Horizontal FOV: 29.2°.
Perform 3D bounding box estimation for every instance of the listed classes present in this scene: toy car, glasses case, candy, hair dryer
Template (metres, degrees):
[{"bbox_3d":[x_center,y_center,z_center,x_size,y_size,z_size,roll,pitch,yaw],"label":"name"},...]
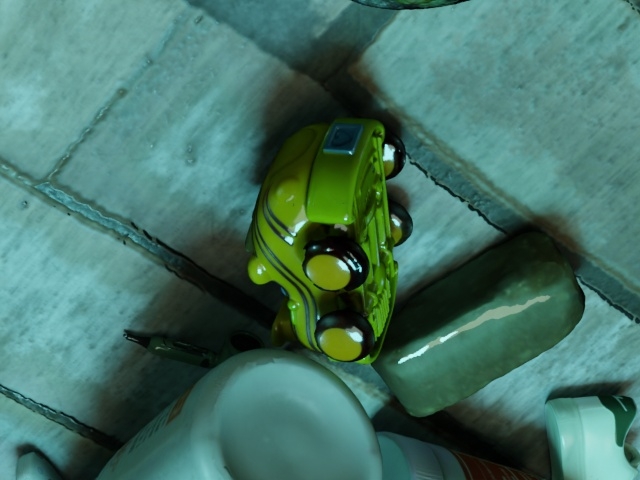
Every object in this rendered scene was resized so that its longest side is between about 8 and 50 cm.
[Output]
[{"bbox_3d":[0.000,0.000,1.178,0.142,0.200,0.248,3,126,16],"label":"toy car"},{"bbox_3d":[-0.300,0.308,1.392,0.041,0.063,0.164,-20,124,3],"label":"glasses case"},{"bbox_3d":[0.166,0.089,1.305,0.234,0.102,0.104,-29,123,11],"label":"candy"},{"bbox_3d":[-0.140,0.124,1.313,0.150,0.047,0.071,15,121,-12],"label":"hair dryer"}]

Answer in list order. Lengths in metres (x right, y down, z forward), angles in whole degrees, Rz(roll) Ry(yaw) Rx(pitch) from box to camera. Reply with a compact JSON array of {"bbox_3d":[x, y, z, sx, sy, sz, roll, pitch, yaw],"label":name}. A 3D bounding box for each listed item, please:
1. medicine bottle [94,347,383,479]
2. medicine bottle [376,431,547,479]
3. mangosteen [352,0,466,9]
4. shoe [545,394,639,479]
[{"bbox_3d":[-0.117,0.274,1.247,0.211,0.211,0.371,23,140,-23],"label":"medicine bottle"},{"bbox_3d":[0.141,0.366,1.395,0.240,0.252,0.252,21,118,-21],"label":"medicine bottle"},{"bbox_3d":[0.064,-0.301,0.918,0.288,0.288,0.288,-5,124,-7],"label":"mangosteen"},{"bbox_3d":[0.338,0.295,1.479,0.110,0.095,0.265,-14,122,-1],"label":"shoe"}]
